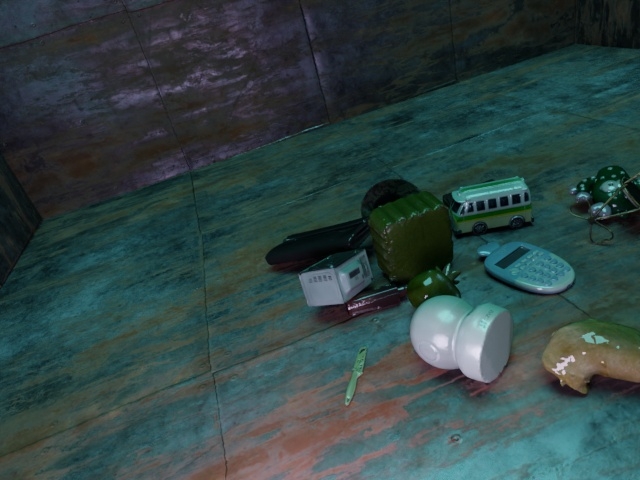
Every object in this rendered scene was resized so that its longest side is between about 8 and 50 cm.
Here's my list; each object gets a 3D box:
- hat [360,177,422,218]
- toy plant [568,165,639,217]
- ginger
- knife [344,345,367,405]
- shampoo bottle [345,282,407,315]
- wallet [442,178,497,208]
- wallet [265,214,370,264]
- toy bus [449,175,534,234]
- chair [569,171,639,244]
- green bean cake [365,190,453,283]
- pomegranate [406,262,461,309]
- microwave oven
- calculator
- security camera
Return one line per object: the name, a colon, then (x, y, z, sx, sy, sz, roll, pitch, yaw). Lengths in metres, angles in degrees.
hat: (0.279, -0.115, 1.790, 0.266, 0.265, 0.128, -19, -1, -5)
toy plant: (1.003, -0.159, 1.554, 0.233, 0.112, 0.243, -20, 41, 3)
ginger: (0.639, 0.252, 1.027, 0.267, 0.152, 0.138, -10, 1, 19)
knife: (0.097, 0.358, 1.222, 0.030, 0.014, 0.207, -5, 31, 22)
shampoo bottle: (0.194, 0.176, 1.428, 0.237, 0.067, 0.068, -17, 30, -2)
wallet: (0.622, -0.172, 1.830, 0.229, 0.049, 0.182, -17, 33, 2)
wallet: (0.000, -0.001, 1.712, 0.406, 0.062, 0.228, -12, 21, 37)
toy bus: (0.606, -0.128, 1.644, 0.276, 0.164, 0.133, -10, 29, 9)
chair: (0.976, -0.140, 1.410, 0.170, 0.159, 0.326, -16, -19, -45)
green bean cake: (0.299, -0.010, 1.506, 0.247, 0.249, 0.156, -21, 31, -7)
pomegranate: (0.342, 0.144, 1.341, 0.131, 0.152, 0.191, -42, 2, 44)
microwave oven: (0.055, 0.114, 1.461, 0.162, 0.122, 0.208, -12, 8, 35)
calculator: (0.628, 0.076, 1.416, 0.188, 0.042, 0.303, -30, 33, -21)
security camera: (0.339, 0.232, 1.152, 0.236, 0.194, 0.195, 12, 40, 42)
